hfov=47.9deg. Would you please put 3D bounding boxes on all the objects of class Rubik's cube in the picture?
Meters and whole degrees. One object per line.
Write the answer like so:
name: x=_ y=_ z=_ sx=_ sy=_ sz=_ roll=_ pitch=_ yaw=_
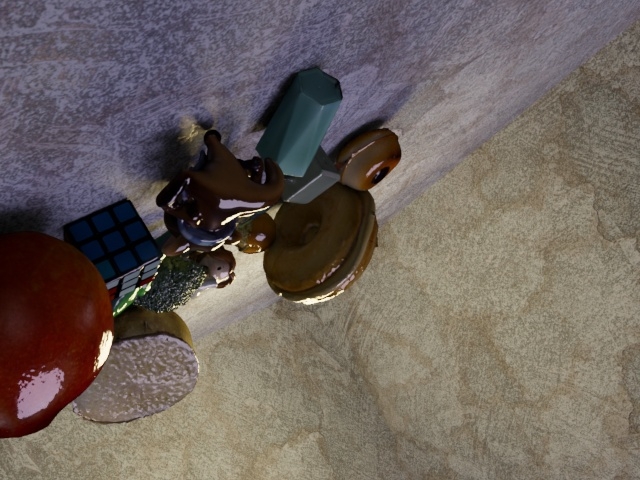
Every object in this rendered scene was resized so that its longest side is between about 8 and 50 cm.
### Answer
Rubik's cube: x=-0.469 y=0.030 z=1.622 sx=0.162 sy=0.160 sz=0.163 roll=-26 pitch=168 yaw=-28

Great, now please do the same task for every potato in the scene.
potato: x=-0.664 y=0.383 z=2.474 sx=0.442 sy=0.319 sz=0.385 roll=-22 pitch=128 yaw=-11

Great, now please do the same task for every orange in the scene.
orange: x=-0.214 y=-0.032 z=2.270 sx=0.157 sy=0.134 sz=0.156 roll=-1 pitch=138 yaw=-1

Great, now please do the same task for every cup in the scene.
cup: x=-0.038 y=-0.264 z=1.612 sx=0.148 sy=0.134 sz=0.235 roll=4 pitch=148 yaw=-25

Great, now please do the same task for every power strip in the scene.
power strip: x=-0.063 y=-0.189 z=1.898 sx=0.139 sy=0.140 sz=0.224 roll=-35 pitch=169 yaw=15

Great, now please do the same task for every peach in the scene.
peach: x=-0.585 y=0.180 z=1.368 sx=0.388 sy=0.388 sz=0.388 roll=-32 pitch=170 yaw=-6

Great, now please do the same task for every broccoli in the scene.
broccoli: x=-0.460 y=0.121 z=2.105 sx=0.226 sy=0.198 sz=0.176 roll=-2 pitch=-126 yaw=49

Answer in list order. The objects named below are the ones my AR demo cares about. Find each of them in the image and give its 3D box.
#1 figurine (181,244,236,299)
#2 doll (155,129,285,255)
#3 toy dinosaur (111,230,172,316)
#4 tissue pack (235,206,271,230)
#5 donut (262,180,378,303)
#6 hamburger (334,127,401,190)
figurine: x=-0.378 y=0.099 z=2.306 sx=0.263 sy=0.189 sz=0.142 roll=-24 pitch=132 yaw=-41
doll: x=-0.241 y=-0.102 z=1.575 sx=0.318 sy=0.209 sz=0.340 roll=-23 pitch=169 yaw=-29
toy dinosaur: x=-0.456 y=0.068 z=1.756 sx=0.500 sy=0.144 sz=0.374 roll=-46 pitch=-169 yaw=8
tissue pack: x=-0.254 y=-0.074 z=2.056 sx=0.235 sy=0.073 sz=0.173 roll=-32 pitch=170 yaw=1
donut: x=0.000 y=0.000 z=2.311 sx=0.449 sy=0.449 sz=0.198 roll=-35 pitch=130 yaw=17
hamburger: x=0.149 y=-0.256 z=2.228 sx=0.237 sy=0.147 sz=0.237 roll=-37 pitch=167 yaw=-10
